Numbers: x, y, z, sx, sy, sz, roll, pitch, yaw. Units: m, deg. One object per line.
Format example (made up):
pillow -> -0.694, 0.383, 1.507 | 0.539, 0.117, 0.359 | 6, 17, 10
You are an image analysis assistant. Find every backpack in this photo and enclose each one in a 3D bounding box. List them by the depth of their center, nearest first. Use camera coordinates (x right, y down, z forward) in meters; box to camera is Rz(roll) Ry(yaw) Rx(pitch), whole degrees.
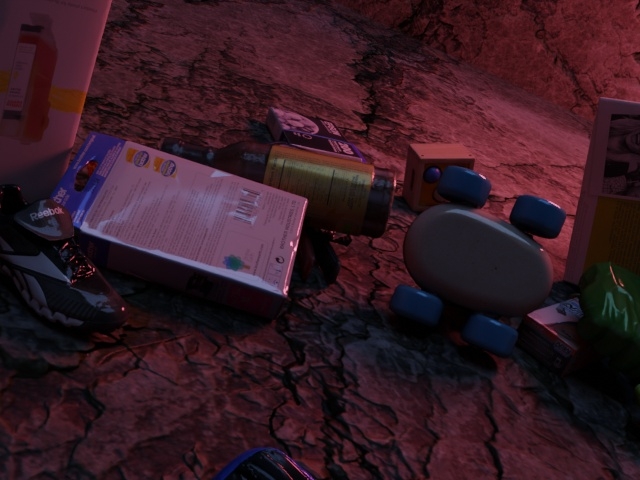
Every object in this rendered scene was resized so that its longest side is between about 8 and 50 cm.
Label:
backpack -> -0.040, 0.224, 0.629 | 0.120, 0.101, 0.098 | 47, 68, -3

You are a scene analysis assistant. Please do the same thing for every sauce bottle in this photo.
sauce bottle -> -0.065, -0.086, 1.195 | 0.344, 0.111, 0.111 | 12, 24, 2

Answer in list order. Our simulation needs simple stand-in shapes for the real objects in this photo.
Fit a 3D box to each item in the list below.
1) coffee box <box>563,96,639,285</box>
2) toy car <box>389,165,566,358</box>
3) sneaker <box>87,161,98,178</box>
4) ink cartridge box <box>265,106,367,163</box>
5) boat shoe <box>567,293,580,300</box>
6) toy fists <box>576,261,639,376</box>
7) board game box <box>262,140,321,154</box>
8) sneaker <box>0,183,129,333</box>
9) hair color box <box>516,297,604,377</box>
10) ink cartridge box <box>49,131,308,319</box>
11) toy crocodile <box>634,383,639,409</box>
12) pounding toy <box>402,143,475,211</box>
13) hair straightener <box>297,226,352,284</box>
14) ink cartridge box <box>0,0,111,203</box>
coffee box -> 0.683, -0.045, 1.405 | 0.337, 0.338, 0.334 | 0, 14, -36
toy car -> 0.220, 0.038, 1.201 | 0.210, 0.219, 0.238 | 22, -5, 6
sneaker -> -0.260, -0.070, 1.162 | 0.175, 0.064, 0.067 | 36, 23, 10
ink cartridge box -> 0.008, -0.196, 1.648 | 0.208, 0.045, 0.206 | 11, 25, -22
boat shoe -> 0.459, 0.132, 1.311 | 0.135, 0.050, 0.045 | 39, 25, 16
toy fists -> 0.478, 0.151, 1.166 | 0.279, 0.096, 0.142 | 31, 34, -20
board game box -> -0.075, -0.119, 1.390 | 0.165, 0.042, 0.243 | 21, 22, 26
sneaker -> -0.298, 0.012, 0.892 | 0.234, 0.106, 0.078 | 32, 27, 23
hair color box -> 0.371, 0.141, 1.212 | 0.167, 0.053, 0.093 | -10, 39, -47
ink cartridge box -> -0.182, -0.024, 1.054 | 0.311, 0.065, 0.186 | 19, 44, -7
toy crocodile -> 0.579, 0.256, 1.067 | 0.340, 0.105, 0.115 | 19, 24, -1
pounding toy -> 0.234, -0.100, 1.544 | 0.130, 0.141, 0.100 | -2, 29, -13
hair straightener -> 0.000, 0.000, 1.242 | 0.089, 0.047, 0.230 | 13, 21, -17
ink cartridge box -> -0.416, -0.276, 1.073 | 0.160, 0.385, 0.279 | 4, 29, -39
